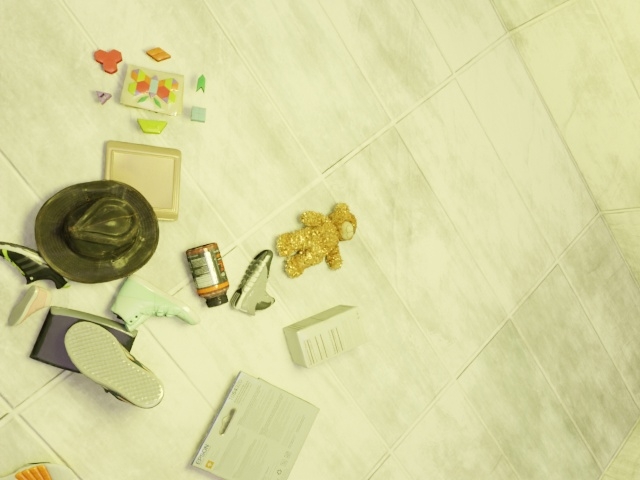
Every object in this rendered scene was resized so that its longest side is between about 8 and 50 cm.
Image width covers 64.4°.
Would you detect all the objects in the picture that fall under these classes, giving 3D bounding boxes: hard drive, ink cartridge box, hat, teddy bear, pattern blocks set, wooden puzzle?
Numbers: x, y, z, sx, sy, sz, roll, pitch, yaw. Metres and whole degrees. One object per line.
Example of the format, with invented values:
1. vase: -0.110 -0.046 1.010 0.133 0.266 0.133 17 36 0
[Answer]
1. hard drive: -0.678 0.301 1.470 0.255 0.054 0.171 23 78 -24
2. ink cartridge box: -0.211 0.637 1.679 0.330 0.071 0.324 33 75 -18
3. hat: -0.610 -0.034 1.416 0.332 0.134 0.330 5 80 -27
4. teddy bear: 0.000 0.000 1.789 0.338 0.113 0.244 -12 95 -26
5. pattern blocks set: -0.514 -0.464 1.560 0.325 0.026 0.285 -5 80 -19
6. wooden puzzle: -0.548 -0.181 1.568 0.221 0.044 0.238 4 81 -26

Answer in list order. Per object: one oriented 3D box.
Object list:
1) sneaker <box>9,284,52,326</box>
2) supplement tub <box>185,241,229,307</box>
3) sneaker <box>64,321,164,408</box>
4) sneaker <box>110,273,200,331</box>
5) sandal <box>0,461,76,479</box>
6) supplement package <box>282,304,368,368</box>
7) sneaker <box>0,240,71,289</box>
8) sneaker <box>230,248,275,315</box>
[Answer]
1. sneaker: -0.801 0.188 1.416 0.134 0.051 0.070 -53 148 4
2. supplement tub: -0.352 0.111 1.613 0.106 0.106 0.197 -18 96 -26
3. sneaker: -0.580 0.363 1.429 0.321 0.127 0.126 40 62 4
4. sneaker: -0.502 0.228 1.537 0.256 0.094 0.151 32 68 -11
5. sandal: -0.801 0.656 1.388 0.266 0.076 0.101 -10 97 -5
6. supplement package: 0.016 0.328 1.765 0.244 0.139 0.133 -19 95 -25
7. sneaker: -0.805 0.073 1.402 0.235 0.084 0.097 24 79 -23
8. sneaker: -0.194 0.150 1.709 0.132 0.086 0.228 34 84 -26
